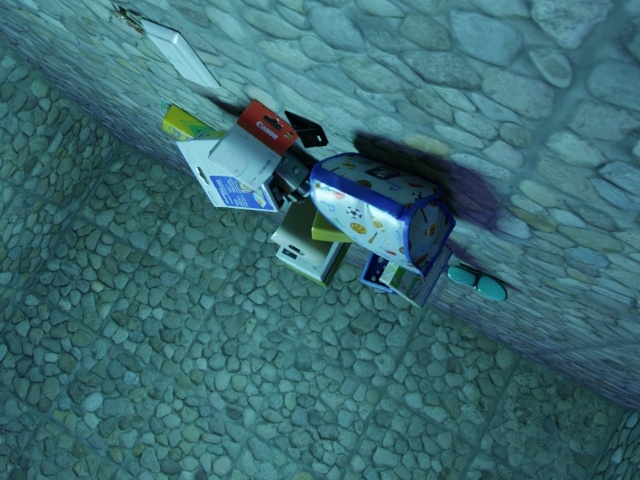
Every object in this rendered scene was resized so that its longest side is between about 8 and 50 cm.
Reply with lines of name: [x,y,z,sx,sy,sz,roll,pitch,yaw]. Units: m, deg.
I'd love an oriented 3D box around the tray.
tray: [-0.402,-0.525,1.582,0.145,0.030,0.270,28,172,21]

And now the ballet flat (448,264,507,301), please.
ballet flat: [0.622,0.158,2.149,0.247,0.083,0.087,26,-164,26]

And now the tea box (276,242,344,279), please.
tea box: [0.000,0.000,2.394,0.219,0.329,0.323,27,173,10]

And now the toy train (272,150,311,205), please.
toy train: [-0.162,-0.256,1.916,0.334,0.142,0.190,41,154,-14]

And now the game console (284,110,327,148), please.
game console: [-0.042,-0.327,1.612,0.107,0.071,0.122,-4,164,12]

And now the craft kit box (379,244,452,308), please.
craft kit box: [0.353,0.092,1.998,0.061,0.250,0.246,24,170,44]

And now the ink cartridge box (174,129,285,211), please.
ink cartridge box: [-0.306,-0.237,1.885,0.307,0.072,0.304,8,139,34]

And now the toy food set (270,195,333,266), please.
toy food set: [-0.034,-0.080,2.154,0.219,0.306,0.092,32,155,-13]

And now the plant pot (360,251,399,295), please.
plant pot: [0.346,0.124,2.340,0.212,0.236,0.236,26,176,-32]

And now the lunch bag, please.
lunch bag: [0.176,-0.089,1.544,0.327,0.239,0.385,27,179,28]

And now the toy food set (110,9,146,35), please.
toy food set: [-0.522,-0.603,1.521,0.122,0.019,0.078,34,176,19]

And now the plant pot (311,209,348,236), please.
plant pot: [0.087,-0.095,1.993,0.187,0.212,0.212,16,171,2]

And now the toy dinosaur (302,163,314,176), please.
toy dinosaur: [-0.060,-0.244,2.043,0.268,0.064,0.118,24,156,39]

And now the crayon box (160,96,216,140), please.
crayon box: [-0.552,-0.464,2.330,0.322,0.083,0.203,32,172,-14]

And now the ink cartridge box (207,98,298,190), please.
ink cartridge box: [-0.203,-0.286,1.686,0.189,0.232,0.066,33,-148,-28]
